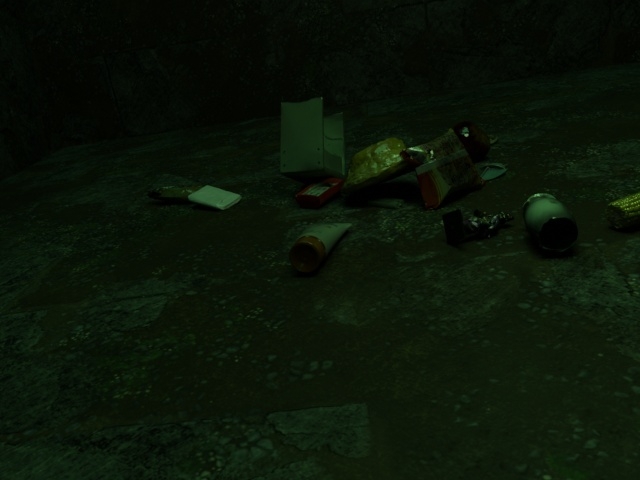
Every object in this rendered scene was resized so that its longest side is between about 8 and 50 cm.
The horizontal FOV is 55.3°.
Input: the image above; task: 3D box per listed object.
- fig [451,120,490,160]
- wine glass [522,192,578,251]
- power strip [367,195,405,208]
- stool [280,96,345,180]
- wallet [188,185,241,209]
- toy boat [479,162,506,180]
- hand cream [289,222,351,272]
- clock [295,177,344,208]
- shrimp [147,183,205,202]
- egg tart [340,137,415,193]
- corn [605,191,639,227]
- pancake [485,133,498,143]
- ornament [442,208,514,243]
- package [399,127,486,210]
[{"bbox_3d":[0.528,-0.362,2.281,0.202,0.149,0.148,-19,36,6],"label":"fig"},{"bbox_3d":[0.569,-0.047,1.521,0.111,0.111,0.204,-6,20,10],"label":"wine glass"},{"bbox_3d":[0.217,-0.122,1.981,0.136,0.019,0.051,11,28,42],"label":"power strip"},{"bbox_3d":[-0.024,-0.355,2.235,0.170,0.270,0.243,-3,-5,21],"label":"stool"},{"bbox_3d":[-0.396,-0.161,2.277,0.182,0.032,0.124,17,35,31],"label":"wallet"},{"bbox_3d":[0.576,-0.224,2.082,0.096,0.034,0.122,6,35,33],"label":"toy boat"},{"bbox_3d":[0.000,0.000,1.696,0.139,0.089,0.314,-3,15,11],"label":"hand cream"},{"bbox_3d":[0.000,-0.161,2.118,0.113,0.061,0.155,7,30,39],"label":"clock"},{"bbox_3d":[-0.555,-0.189,2.410,0.267,0.061,0.145,-6,21,8],"label":"shrimp"},{"bbox_3d":[0.199,-0.256,2.056,0.318,0.128,0.319,-23,-2,-1],"label":"egg tart"},{"bbox_3d":[0.843,-0.091,1.560,0.248,0.081,0.081,-16,23,-19],"label":"corn"},{"bbox_3d":[0.660,-0.412,2.514,0.139,0.022,0.139,-9,22,4],"label":"pancake"},{"bbox_3d":[0.427,-0.044,1.643,0.203,0.088,0.081,-8,-6,-30],"label":"ornament"},{"bbox_3d":[0.398,-0.231,1.937,0.288,0.223,0.108,-27,-2,-32],"label":"package"}]
